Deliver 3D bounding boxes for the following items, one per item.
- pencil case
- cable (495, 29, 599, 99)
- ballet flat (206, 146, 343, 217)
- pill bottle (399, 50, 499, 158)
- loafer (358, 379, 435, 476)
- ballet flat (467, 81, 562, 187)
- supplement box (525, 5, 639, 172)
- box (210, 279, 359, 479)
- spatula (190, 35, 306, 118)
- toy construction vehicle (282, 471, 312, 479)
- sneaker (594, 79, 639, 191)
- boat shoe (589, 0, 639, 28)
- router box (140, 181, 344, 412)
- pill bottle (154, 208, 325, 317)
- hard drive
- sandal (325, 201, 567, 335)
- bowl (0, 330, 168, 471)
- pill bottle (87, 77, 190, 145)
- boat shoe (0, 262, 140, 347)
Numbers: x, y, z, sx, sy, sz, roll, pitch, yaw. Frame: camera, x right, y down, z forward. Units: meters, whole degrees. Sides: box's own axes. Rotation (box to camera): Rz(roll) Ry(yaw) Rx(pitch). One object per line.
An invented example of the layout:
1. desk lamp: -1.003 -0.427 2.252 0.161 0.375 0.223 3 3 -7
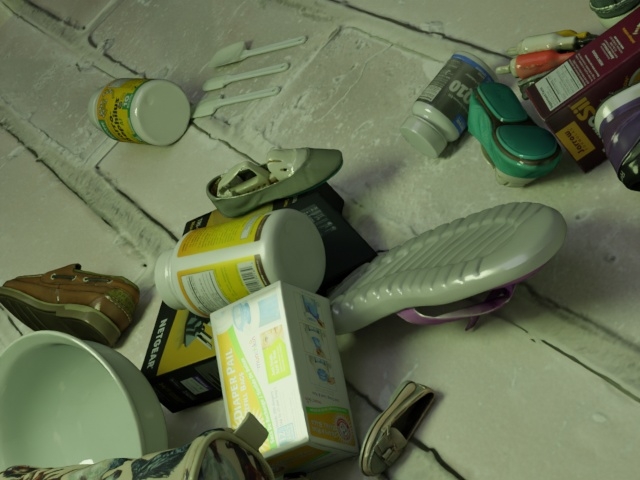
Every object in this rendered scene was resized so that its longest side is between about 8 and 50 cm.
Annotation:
1. pencil case: -0.226 0.313 1.576 0.410 0.160 0.183 -16 32 39
2. cable: 0.350 -0.249 1.747 0.287 0.072 0.139 -17 16 42
3. ballet flat: -0.069 -0.089 1.912 0.213 0.068 0.072 -21 37 31
4. pill bottle: 0.173 -0.183 1.888 0.137 0.078 0.078 -52 32 -11
5. loafer: 0.086 0.212 1.563 0.039 0.045 0.125 5 53 43
6. ballet flat: 0.241 -0.116 1.738 0.083 0.087 0.247 -2 28 -9
7. supplement box: 0.355 -0.184 1.654 0.188 0.104 0.081 -36 33 14
8. box: -0.044 0.168 1.635 0.114 0.103 0.203 -27 60 27
9. spatula: -0.133 -0.293 2.426 0.242 0.019 0.168 -8 46 45
10. toy construction vehicle: -0.036 0.314 1.597 0.098 0.035 0.086 -18 49 37
11. sneaker: 0.449 -0.147 1.535 0.283 0.107 0.124 -33 48 25
12. boat shoe: 0.429 -0.428 1.860 0.116 0.099 0.319 -6 48 46
13. router box: -0.105 0.067 1.912 0.243 0.081 0.309 -22 38 30
14. pill bottle: -0.107 0.033 1.766 0.215 0.117 0.117 -12 44 37
15. hard drive: 0.000 0.000 1.824 0.094 0.022 0.135 -25 56 -27
16. sandal: 0.155 0.051 1.629 0.169 0.102 0.416 -45 15 -30
17. bowl: -0.298 0.256 1.810 0.298 0.134 0.298 4 96 35
18. pill bottle: -0.333 -0.233 2.491 0.208 0.117 0.117 11 61 53
19. boat shoe: -0.395 0.096 2.204 0.307 0.111 0.104 11 57 42
